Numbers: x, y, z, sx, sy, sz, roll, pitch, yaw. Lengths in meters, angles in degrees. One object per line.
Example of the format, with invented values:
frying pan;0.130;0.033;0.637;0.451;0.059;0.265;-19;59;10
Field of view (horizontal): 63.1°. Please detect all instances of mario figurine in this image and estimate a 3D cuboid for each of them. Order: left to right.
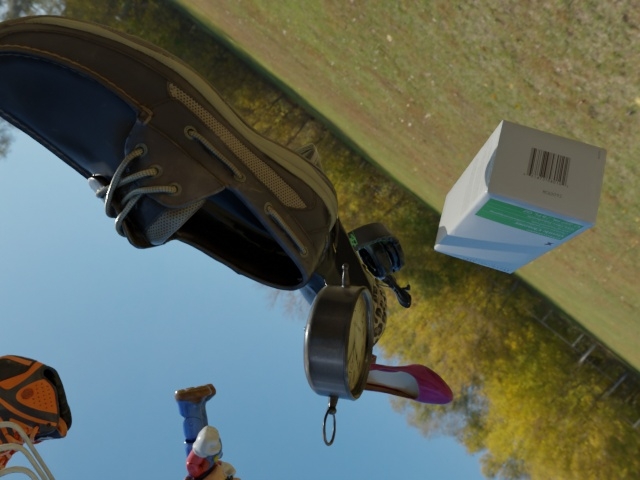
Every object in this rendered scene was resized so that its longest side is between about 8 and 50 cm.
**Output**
mario figurine;-0.234;0.487;1.176;0.198;0.170;0.321;9;-112;-58

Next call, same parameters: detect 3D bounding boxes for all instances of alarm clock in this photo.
alarm clock;0.019;0.134;0.598;0.064;0.192;0.129;0;154;17

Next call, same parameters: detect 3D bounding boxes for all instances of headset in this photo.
headset;0.124;0.089;1.324;0.185;0.243;0.394;54;-167;23

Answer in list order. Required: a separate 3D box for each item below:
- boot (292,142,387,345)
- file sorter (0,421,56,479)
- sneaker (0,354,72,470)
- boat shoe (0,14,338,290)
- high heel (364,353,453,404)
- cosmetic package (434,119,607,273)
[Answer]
boot;0.000;0.000;0.932;0.284;0.138;0.377;58;-171;-25
file sorter;-0.383;0.366;0.593;0.277;0.192;0.173;11;126;53
sneaker;-0.547;0.362;0.900;0.180;0.321;0.124;11;158;-8
boat shoe;-0.129;-0.063;0.469;0.355;0.132;0.130;26;-137;-24
high heel;0.138;0.290;1.053;0.244;0.082;0.117;19;-154;35
cosmetic package;0.375;-0.068;1.043;0.196;0.155;0.365;16;163;4
